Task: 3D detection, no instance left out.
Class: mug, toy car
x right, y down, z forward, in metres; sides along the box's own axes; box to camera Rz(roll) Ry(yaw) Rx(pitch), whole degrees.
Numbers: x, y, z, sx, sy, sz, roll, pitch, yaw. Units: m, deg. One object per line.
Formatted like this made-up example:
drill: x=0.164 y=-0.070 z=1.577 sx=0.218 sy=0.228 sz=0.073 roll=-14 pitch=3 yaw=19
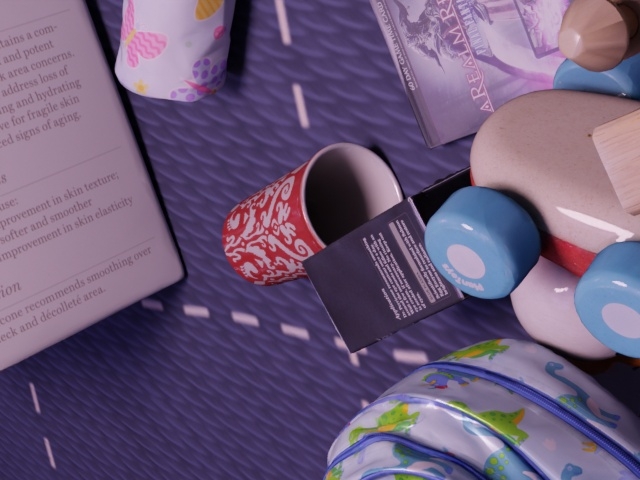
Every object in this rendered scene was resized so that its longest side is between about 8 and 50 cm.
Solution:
mug: x=-0.008 y=0.001 z=1.223 sx=0.169 sy=0.113 sz=0.150 roll=-21 pitch=91 yaw=54
toy car: x=0.212 y=0.020 z=0.920 sx=0.210 sy=0.219 sz=0.238 roll=22 pitch=144 yaw=29

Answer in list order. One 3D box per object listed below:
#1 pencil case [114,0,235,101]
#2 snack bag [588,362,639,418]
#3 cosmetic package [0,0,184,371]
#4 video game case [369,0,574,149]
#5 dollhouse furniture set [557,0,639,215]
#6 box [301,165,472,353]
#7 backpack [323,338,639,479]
pencil case: x=-0.137 y=-0.269 z=1.225 sx=0.124 sy=0.114 sz=0.273 roll=40 pitch=135 yaw=40
snack bag: x=0.262 y=0.224 z=1.015 sx=0.323 sy=0.037 sz=0.342 roll=-46 pitch=74 yaw=31
cosmetic package: x=-0.424 y=-0.067 z=1.468 sx=0.327 sy=0.329 sz=0.393 roll=-6 pitch=107 yaw=49
video game case: x=0.146 y=-0.198 z=1.014 sx=0.274 sy=0.026 sz=0.196 roll=-18 pitch=95 yaw=50
dollhouse furniture set: x=0.171 y=-0.216 z=0.585 sx=0.303 sy=0.174 sz=0.355 roll=-21 pitch=94 yaw=51
box: x=0.098 y=0.006 z=1.067 sx=0.158 sy=0.156 sz=0.093 roll=-31 pitch=86 yaw=51
backpack: x=0.162 y=0.239 z=0.917 sx=0.355 sy=0.273 sz=0.290 roll=61 pitch=146 yaw=18
